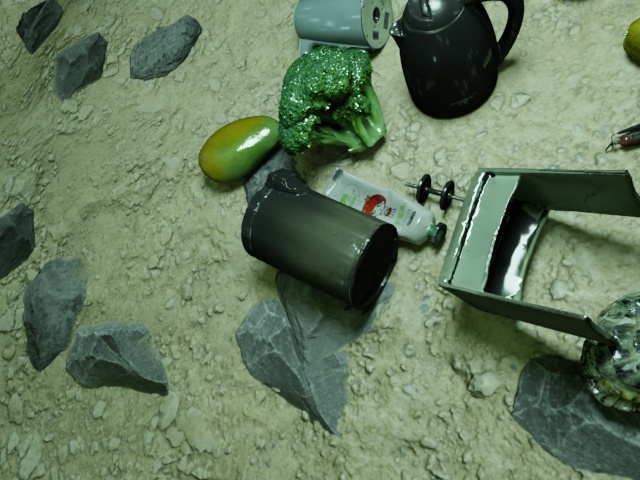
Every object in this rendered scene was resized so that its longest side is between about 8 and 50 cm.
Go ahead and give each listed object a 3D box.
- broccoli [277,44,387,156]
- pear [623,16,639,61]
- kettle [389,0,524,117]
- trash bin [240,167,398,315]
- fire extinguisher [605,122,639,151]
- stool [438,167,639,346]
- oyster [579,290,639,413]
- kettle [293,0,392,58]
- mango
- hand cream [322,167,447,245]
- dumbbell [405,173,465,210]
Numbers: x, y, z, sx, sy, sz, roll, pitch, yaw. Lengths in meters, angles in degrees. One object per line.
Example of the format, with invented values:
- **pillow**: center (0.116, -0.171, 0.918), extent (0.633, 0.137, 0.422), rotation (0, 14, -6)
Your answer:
- **broccoli**: center (0.021, -0.320, 1.125), extent (0.308, 0.308, 0.275), rotation (-43, 99, 5)
- **pear**: center (0.673, -0.403, 0.927), extent (0.131, 0.107, 0.107), rotation (15, 79, 31)
- **kettle**: center (0.296, -0.438, 1.009), extent (0.268, 0.290, 0.208), rotation (-15, 66, 18)
- **trash bin**: center (0.000, 0.000, 1.039), extent (0.301, 0.203, 0.252), rotation (25, 124, 28)
- **fire extinguisher**: center (0.619, -0.211, 0.930), extent (0.100, 0.032, 0.046), rotation (-11, 79, 14)
- **stool**: center (0.389, 0.017, 0.832), extent (0.269, 0.170, 0.244), rotation (10, 77, 50)
- **oyster**: center (0.590, 0.141, 0.767), extent (0.162, 0.158, 0.351), rotation (47, 113, 5)
- **kettle**: center (0.049, -0.570, 1.265), extent (0.243, 0.159, 0.211), rotation (13, 107, 35)
- **mango**: center (-0.219, -0.257, 1.279), extent (0.251, 0.114, 0.157), rotation (-36, 55, 10)
- **hand cream**: center (0.134, -0.072, 1.092), extent (0.335, 0.076, 0.121), rotation (26, 84, 36)
- **dumbbell**: center (0.254, -0.107, 1.038), extent (0.147, 0.069, 0.070), rotation (20, 82, 29)
